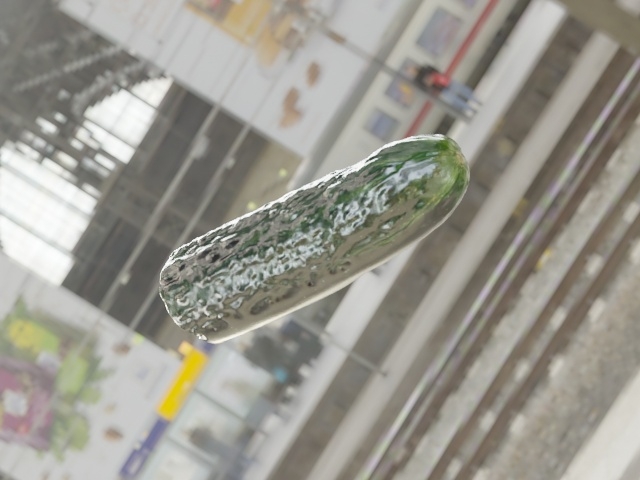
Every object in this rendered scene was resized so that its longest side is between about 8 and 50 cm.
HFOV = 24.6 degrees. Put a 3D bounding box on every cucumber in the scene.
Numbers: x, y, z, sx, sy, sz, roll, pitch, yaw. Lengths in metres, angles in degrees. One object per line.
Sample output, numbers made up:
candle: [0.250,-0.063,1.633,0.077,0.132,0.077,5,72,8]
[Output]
cucumber: [0.000,-0.001,0.930,0.241,0.074,0.074,-25,21,39]
